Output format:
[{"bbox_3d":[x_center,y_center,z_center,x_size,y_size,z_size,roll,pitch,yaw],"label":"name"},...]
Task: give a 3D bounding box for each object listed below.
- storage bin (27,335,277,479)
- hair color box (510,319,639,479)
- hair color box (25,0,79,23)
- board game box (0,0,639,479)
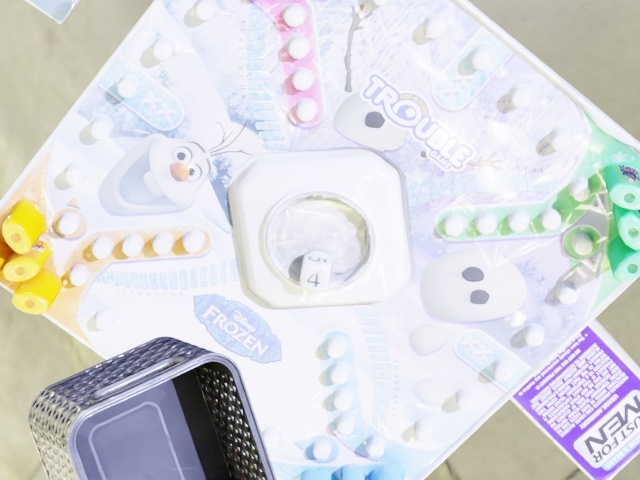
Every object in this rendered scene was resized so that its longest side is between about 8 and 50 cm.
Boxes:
[{"bbox_3d":[-0.100,0.166,0.915,0.084,0.122,0.180,7,118,61],"label":"storage bin"},{"bbox_3d":[0.168,0.056,1.318,0.110,0.185,0.339,-42,105,7],"label":"hair color box"},{"bbox_3d":[-0.241,-0.369,1.266,0.185,0.113,0.374,-47,34,16],"label":"hair color box"},{"bbox_3d":[0.000,0.000,1.000,0.390,0.050,0.390,37,114,-12],"label":"board game box"}]
